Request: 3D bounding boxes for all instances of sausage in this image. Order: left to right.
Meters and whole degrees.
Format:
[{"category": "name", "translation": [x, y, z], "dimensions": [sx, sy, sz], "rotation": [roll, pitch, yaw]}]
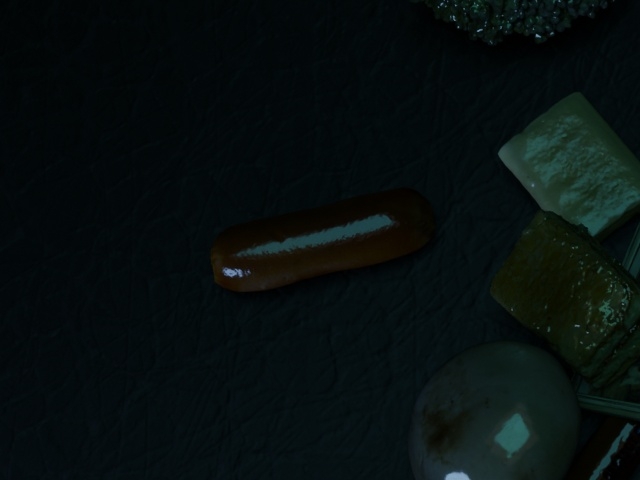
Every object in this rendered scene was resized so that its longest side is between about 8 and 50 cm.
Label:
[{"category": "sausage", "translation": [0.000, 0.000, 1.971], "dimensions": [0.300, 0.083, 0.089], "rotation": [-15, 57, 7]}]

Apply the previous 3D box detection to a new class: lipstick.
[{"category": "lipstick", "translation": [0.406, 0.172, 1.822], "dimensions": [0.077, 0.077, 0.418], "rotation": [33, 83, 21]}]

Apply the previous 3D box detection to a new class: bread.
[{"category": "bread", "translation": [0.305, 0.069, 1.812], "dimensions": [0.138, 0.102, 0.196], "rotation": [-55, 48, 19]}, {"category": "bread", "translation": [0.329, -0.086, 1.933], "dimensions": [0.139, 0.060, 0.178], "rotation": [-35, 69, 2]}]

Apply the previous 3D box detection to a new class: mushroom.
[{"category": "mushroom", "translation": [0.211, 0.231, 1.808], "dimensions": [0.226, 0.178, 0.226], "rotation": [-27, 40, 25]}]

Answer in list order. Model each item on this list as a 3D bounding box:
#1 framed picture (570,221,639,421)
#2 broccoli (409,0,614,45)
[{"category": "framed picture", "translation": [0.415, 0.090, 1.805], "dimensions": [0.217, 0.017, 0.274], "rotation": [4, 62, 49]}, {"category": "broccoli", "translation": [0.244, -0.426, 1.947], "dimensions": [0.334, 0.324, 0.272], "rotation": [-7, 60, -1]}]
